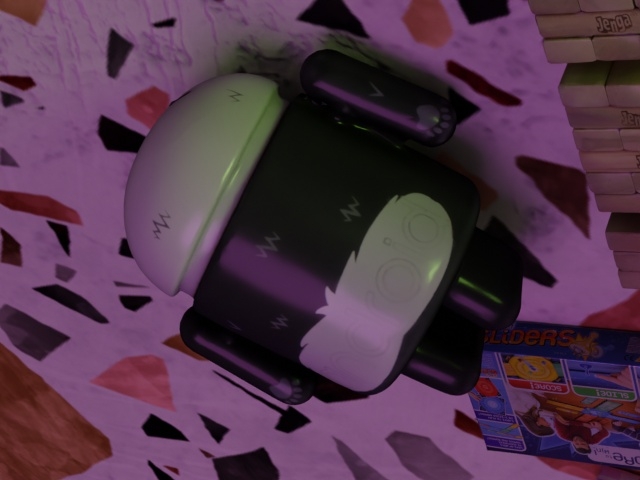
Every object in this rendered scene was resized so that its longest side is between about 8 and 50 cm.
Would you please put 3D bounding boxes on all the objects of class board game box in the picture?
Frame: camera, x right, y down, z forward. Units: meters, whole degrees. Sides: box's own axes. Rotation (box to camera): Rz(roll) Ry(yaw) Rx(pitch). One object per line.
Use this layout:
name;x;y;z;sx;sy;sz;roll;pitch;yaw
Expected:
board game box;0.214;0.124;1.153;0.201;0.035;0.136;4;137;26

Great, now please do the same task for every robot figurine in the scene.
robot figurine;0.001;-0.002;1.020;0.278;0.209;0.173;27;165;-2

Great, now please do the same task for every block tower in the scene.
block tower;0.186;-0.116;0.841;0.097;0.091;0.335;1;136;28

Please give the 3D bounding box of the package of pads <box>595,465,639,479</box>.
package of pads;0.270;0.223;1.239;0.083;0.032;0.050;16;144;13
